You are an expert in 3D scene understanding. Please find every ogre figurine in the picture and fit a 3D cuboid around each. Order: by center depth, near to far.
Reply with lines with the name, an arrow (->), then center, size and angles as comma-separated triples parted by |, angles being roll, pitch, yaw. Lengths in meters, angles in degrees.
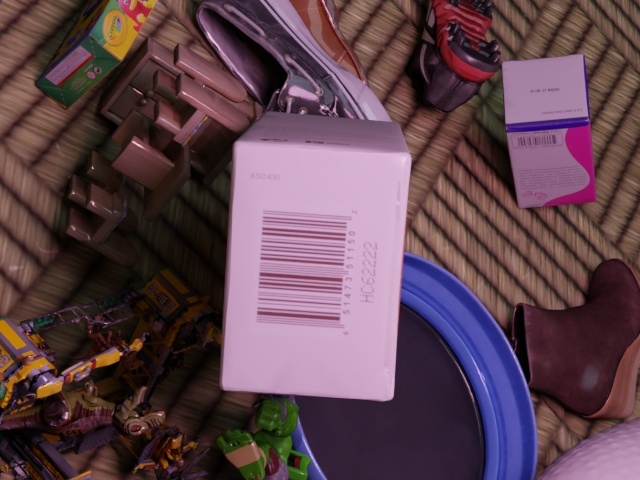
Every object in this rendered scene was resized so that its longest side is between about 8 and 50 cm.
ogre figurine -> -0.066, 0.247, 1.798 | 0.118, 0.097, 0.197 | -39, 128, -68

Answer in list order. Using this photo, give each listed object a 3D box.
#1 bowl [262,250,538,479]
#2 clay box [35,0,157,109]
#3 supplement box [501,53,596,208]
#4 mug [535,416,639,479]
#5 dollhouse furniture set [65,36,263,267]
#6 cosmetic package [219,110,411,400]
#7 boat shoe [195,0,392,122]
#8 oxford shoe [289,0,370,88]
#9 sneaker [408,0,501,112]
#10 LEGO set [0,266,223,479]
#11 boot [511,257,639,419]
bowl -> 0.095, 0.202, 2.005 | 0.391, 0.077, 0.391 | 19, 57, -33
clay box -> -0.236, -0.264, 1.922 | 0.053, 0.127, 0.222 | 38, 48, -19
supplement box -> 0.312, -0.144, 2.267 | 0.220, 0.111, 0.114 | 70, 18, -59
mug -> 0.354, 0.405, 1.977 | 0.328, 0.276, 0.374 | -6, 116, -58
dollhouse furniture set -> -0.153, -0.098, 1.856 | 0.161, 0.212, 0.242 | 32, 24, -23
cosmetic package -> 0.000, 0.000, 1.675 | 0.162, 0.453, 0.230 | 4, 98, 1
boat shoe -> -0.035, -0.179, 2.079 | 0.335, 0.121, 0.119 | 49, 52, 5
oxford shoe -> 0.006, -0.233, 2.173 | 0.076, 0.076, 0.212 | -26, 89, -15
sneaker -> 0.177, -0.267, 2.307 | 0.098, 0.135, 0.276 | 25, 30, -15
LEGO set -> -0.202, 0.186, 1.627 | 0.192, 0.255, 0.331 | 43, 28, 23
boot -> 0.347, 0.112, 2.259 | 0.207, 0.090, 0.248 | 23, 59, -33
